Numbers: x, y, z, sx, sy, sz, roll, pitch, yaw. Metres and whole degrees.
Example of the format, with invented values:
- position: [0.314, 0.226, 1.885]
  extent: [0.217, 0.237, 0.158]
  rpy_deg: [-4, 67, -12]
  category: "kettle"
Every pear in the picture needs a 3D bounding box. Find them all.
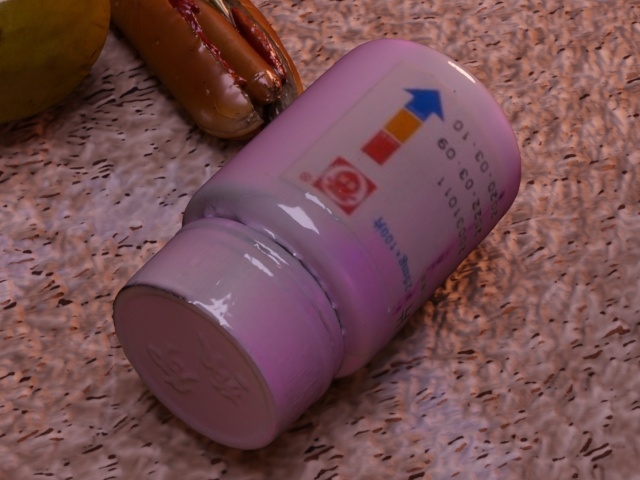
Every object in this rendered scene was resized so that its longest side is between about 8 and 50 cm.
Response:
- position: [-0.223, -0.154, 1.317]
  extent: [0.162, 0.149, 0.149]
  rpy_deg: [-30, 57, -29]
  category: "pear"

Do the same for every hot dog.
- position: [-0.096, -0.160, 1.382]
  extent: [0.092, 0.062, 0.236]
  rpy_deg: [-29, 56, -21]
  category: "hot dog"

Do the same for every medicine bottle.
- position: [0.000, 0.000, 1.195]
  extent: [0.152, 0.152, 0.254]
  rpy_deg: [30, 56, 21]
  category: "medicine bottle"
